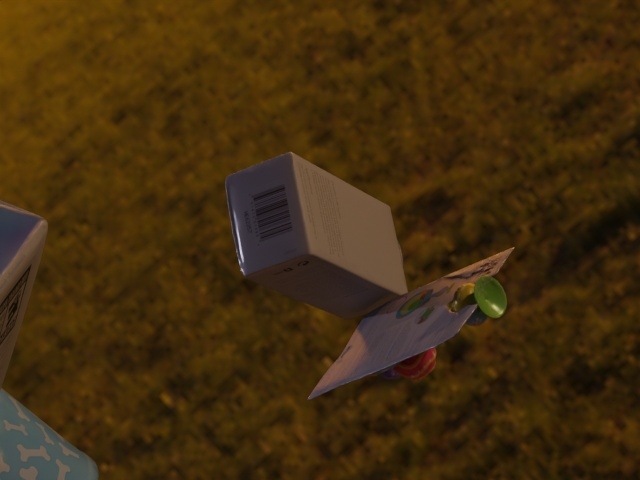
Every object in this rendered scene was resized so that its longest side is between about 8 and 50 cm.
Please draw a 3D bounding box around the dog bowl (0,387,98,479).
[{"bbox_3d":[-0.253,0.181,0.859,0.297,0.074,0.166,-38,18,-14],"label":"dog bowl"}]

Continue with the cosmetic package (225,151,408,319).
[{"bbox_3d":[0.000,0.000,1.751,0.085,0.231,0.117,-19,67,22],"label":"cosmetic package"}]

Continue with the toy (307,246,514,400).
[{"bbox_3d":[0.100,0.098,1.690,0.237,0.056,0.137,-33,15,48],"label":"toy"}]

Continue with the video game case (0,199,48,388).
[{"bbox_3d":[-0.193,0.139,0.592,0.269,0.061,0.244,-67,-2,-62],"label":"video game case"}]
